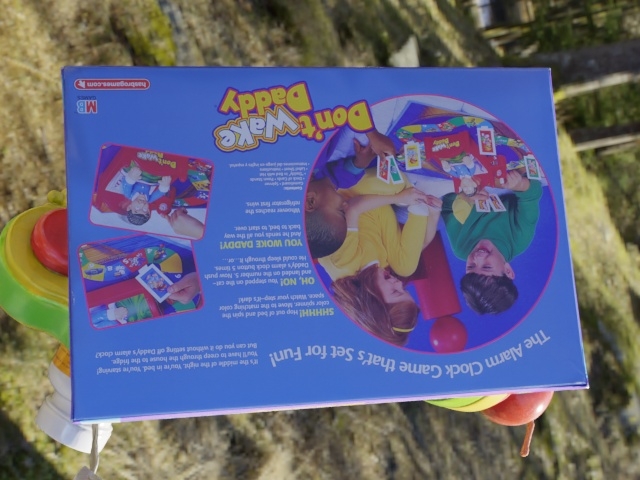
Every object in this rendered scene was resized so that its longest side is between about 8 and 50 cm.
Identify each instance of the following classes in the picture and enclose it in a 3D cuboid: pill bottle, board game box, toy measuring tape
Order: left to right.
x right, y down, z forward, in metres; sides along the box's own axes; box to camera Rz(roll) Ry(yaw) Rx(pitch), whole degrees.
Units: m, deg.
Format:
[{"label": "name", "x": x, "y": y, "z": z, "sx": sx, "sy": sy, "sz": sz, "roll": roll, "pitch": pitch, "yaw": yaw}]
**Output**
[{"label": "toy measuring tape", "x": -0.243, "y": 0.073, "z": 0.841, "sx": 0.121, "sy": 0.121, "sz": 0.330, "roll": 56, "pitch": 21, "yaw": -47}, {"label": "pill bottle", "x": -0.287, "y": 0.158, "z": 1.297, "sx": 0.246, "sy": 0.136, "sz": 0.136, "roll": -61, "pitch": 152, "yaw": -2}, {"label": "board game box", "x": 0.000, "y": 0.000, "z": 0.667, "sx": 0.078, "sy": 0.346, "sz": 0.234, "roll": 135, "pitch": -48, "yaw": -74}]

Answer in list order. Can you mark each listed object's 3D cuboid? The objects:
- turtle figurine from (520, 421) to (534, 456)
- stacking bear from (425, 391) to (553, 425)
[{"label": "turtle figurine", "x": 0.265, "y": 0.175, "z": 1.437, "sx": 0.087, "sy": 0.217, "sz": 0.270, "roll": 83, "pitch": 21, "yaw": -78}, {"label": "stacking bear", "x": 0.168, "y": 0.124, "z": 1.098, "sx": 0.289, "sy": 0.175, "sz": 0.164, "roll": 35, "pitch": 18, "yaw": -37}]
